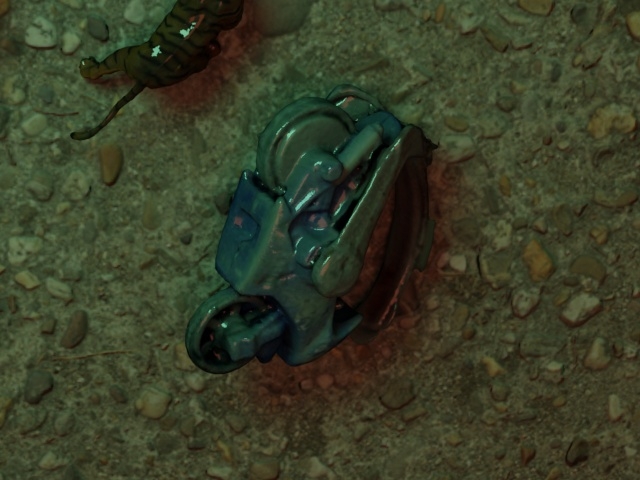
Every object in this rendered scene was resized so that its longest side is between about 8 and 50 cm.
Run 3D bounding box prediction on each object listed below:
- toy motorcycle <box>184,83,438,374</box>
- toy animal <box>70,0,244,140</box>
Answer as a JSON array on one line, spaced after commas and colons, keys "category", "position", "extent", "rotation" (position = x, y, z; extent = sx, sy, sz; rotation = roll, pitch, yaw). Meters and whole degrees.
[{"category": "toy motorcycle", "position": [0.009, 0.010, 1.491], "extent": [0.241, 0.182, 0.319], "rotation": [19, 107, -14]}, {"category": "toy animal", "position": [-0.157, -0.185, 1.426], "extent": [0.114, 0.116, 0.255], "rotation": [32, 105, -17]}]
